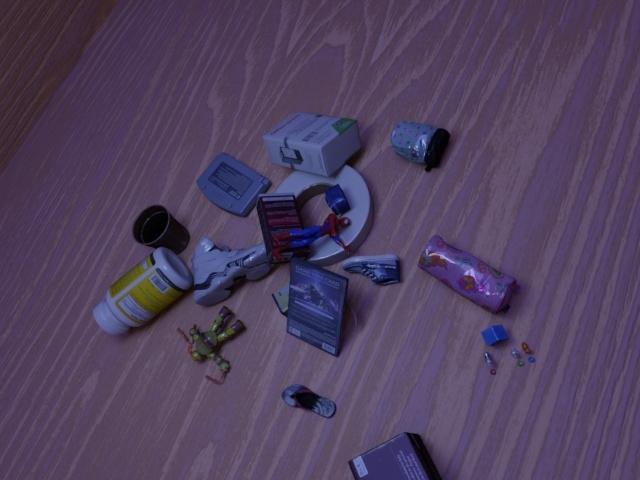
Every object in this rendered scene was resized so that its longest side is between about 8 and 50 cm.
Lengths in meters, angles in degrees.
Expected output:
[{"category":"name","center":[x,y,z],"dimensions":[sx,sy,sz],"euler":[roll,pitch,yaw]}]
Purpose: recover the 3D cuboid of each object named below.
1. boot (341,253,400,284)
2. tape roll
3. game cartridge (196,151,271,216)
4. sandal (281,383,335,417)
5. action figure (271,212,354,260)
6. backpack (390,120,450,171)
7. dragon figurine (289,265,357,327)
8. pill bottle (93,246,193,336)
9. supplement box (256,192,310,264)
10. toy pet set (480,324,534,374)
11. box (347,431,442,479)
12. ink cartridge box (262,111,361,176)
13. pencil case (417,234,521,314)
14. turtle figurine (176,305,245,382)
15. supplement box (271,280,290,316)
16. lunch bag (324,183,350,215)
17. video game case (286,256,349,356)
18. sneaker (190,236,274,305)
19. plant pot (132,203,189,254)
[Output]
[{"category":"boot","center":[0.159,0.098,1.472],"dimensions":[0.189,0.069,0.086],"euler":[-8,61,16]},{"category":"tape roll","center":[-0.002,-0.097,1.627],"dimensions":[0.391,0.072,0.393],"euler":[-8,64,18]},{"category":"game cartridge","center":[-0.356,-0.219,1.836],"dimensions":[0.297,0.062,0.198],"euler":[34,86,30]},{"category":"sandal","center":[-0.040,0.481,1.393],"dimensions":[0.179,0.040,0.067],"euler":[11,72,26]},{"category":"action figure","center":[0.000,0.000,1.442],"dimensions":[0.280,0.092,0.139],"euler":[-25,52,-29]},{"category":"backpack","center":[0.332,-0.338,1.578],"dimensions":[0.181,0.115,0.152],"euler":[23,79,31]},{"category":"dragon figurine","center":[0.022,0.162,1.489],"dimensions":[0.289,0.144,0.085],"euler":[36,81,11]},{"category":"pill bottle","center":[-0.650,0.193,1.686],"dimensions":[0.333,0.188,0.188],"euler":[-38,59,2]},{"category":"supplement box","center":[-0.128,-0.043,1.537],"dimensions":[0.130,0.073,0.240],"euler":[-4,58,-20]},{"category":"toy pet set","center":[0.499,0.289,1.252],"dimensions":[0.122,0.065,0.114],"euler":[-23,60,10]},{"category":"box","center":[0.199,0.597,1.151],"dimensions":[0.166,0.203,0.169],"euler":[-30,60,6]},{"category":"ink cartridge box","center":[-0.031,-0.356,1.669],"dimensions":[0.289,0.122,0.211],"euler":[20,50,37]},{"category":"pencil case","center":[0.426,0.098,1.342],"dimensions":[0.284,0.124,0.124],"euler":[33,82,30]},{"category":"turtle figurine","center":[-0.378,0.329,1.572],"dimensions":[0.217,0.087,0.269],"euler":[-48,59,-4]},{"category":"supplement box","center":[-0.105,0.197,1.541],"dimensions":[0.083,0.056,0.083],"euler":[-35,59,4]},{"category":"lunch bag","center":[0.051,-0.138,1.543],"dimensions":[0.065,0.067,0.099],"euler":[-26,59,8]},{"category":"video game case","center":[-0.015,0.204,1.415],"dimensions":[0.196,0.026,0.275],"euler":[20,119,28]},{"category":"sneaker","center":[-0.321,0.060,1.629],"dimensions":[0.365,0.137,0.210],"euler":[-33,59,16]},{"category":"plant pot","center":[-0.606,-0.027,1.782],"dimensions":[0.166,0.165,0.167],"euler":[-9,63,17]}]
